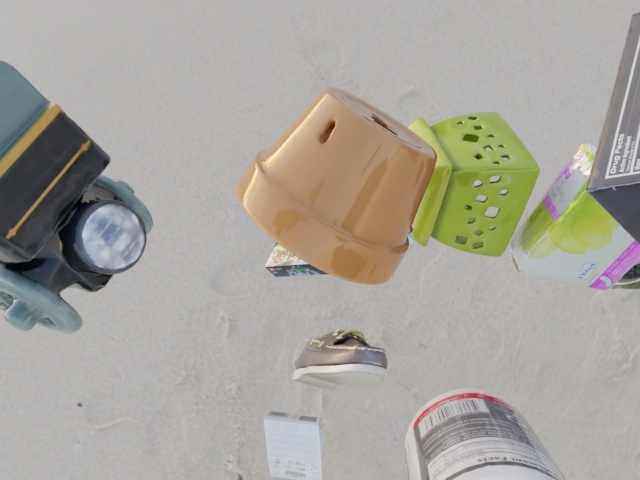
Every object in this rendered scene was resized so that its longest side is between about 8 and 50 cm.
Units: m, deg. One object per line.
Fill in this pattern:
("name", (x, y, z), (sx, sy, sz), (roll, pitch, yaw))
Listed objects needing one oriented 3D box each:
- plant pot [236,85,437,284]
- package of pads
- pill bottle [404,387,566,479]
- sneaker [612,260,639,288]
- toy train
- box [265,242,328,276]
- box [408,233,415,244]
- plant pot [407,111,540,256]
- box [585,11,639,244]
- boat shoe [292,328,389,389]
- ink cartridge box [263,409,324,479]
("plant pot", (0.044, -0.099, 0.859), (0.203, 0.291, 0.291), (-57, 49, 22))
("package of pads", (0.540, -0.034, 1.093), (0.229, 0.296, 0.101), (12, 43, -10))
("pill bottle", (0.187, 0.299, 0.599), (0.176, 0.318, 0.176), (1, 96, 5))
("sneaker", (0.795, 0.068, 1.425), (0.410, 0.182, 0.158), (9, 67, -20))
("toy train", (-0.283, -0.032, 0.451), (0.334, 0.190, 0.142), (2, 52, 40))
("box", (0.000, 0.000, 1.217), (0.233, 0.044, 0.159), (-6, 50, 40))
("box", (0.248, -0.014, 1.822), (0.244, 0.060, 0.100), (-44, 94, 1))
("plant pot", (0.273, -0.118, 1.127), (0.207, 0.227, 0.228), (0, 40, -12))
("box", (0.506, -0.152, 0.616), (0.294, 0.183, 0.296), (-7, 54, 56))
("boat shoe", (0.033, 0.207, 0.980), (0.117, 0.324, 0.096), (18, 70, -12))
("ink cartridge box", (-0.061, 0.517, 1.387), (0.145, 0.179, 0.045), (2, 22, 15))
